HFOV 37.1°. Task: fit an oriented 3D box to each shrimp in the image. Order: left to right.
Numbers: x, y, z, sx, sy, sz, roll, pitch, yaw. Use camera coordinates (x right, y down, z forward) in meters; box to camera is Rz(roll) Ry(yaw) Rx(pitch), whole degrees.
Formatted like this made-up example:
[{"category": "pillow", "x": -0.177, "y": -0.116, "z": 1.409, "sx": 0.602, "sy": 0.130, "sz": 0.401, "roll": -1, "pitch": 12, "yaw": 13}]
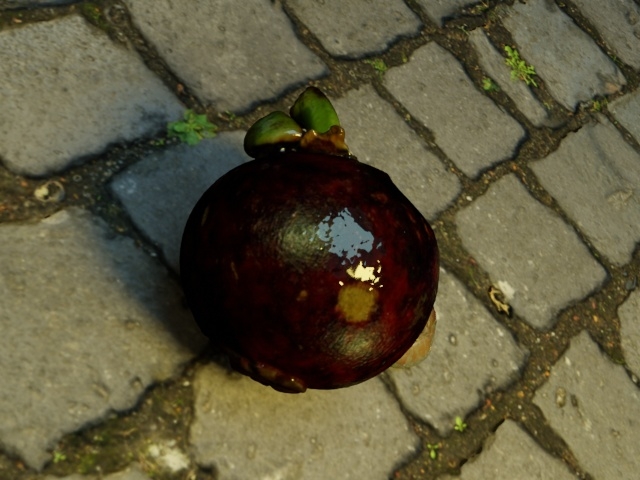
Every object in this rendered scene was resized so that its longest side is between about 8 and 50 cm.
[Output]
[{"category": "shrimp", "x": 0.112, "y": 0.075, "z": 1.355, "sx": 0.144, "sy": 0.052, "sz": 0.251, "roll": 38, "pitch": 51, "yaw": -20}]

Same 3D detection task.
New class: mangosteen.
[{"category": "mangosteen", "x": 0.000, "y": 0.000, "z": 1.119, "sx": 0.306, "sy": 0.306, "sz": 0.359, "roll": 26, "pitch": 77, "yaw": -16}]
